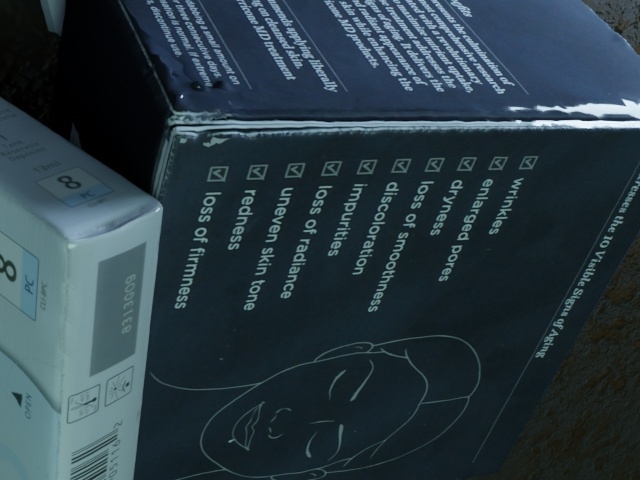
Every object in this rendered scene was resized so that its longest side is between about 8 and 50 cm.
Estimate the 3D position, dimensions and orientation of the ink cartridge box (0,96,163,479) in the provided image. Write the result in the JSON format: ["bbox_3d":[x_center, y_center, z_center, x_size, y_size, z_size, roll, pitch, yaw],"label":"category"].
[{"bbox_3d":[-0.293,0.027,0.847,0.091,0.385,0.308,-29,140,-45],"label":"ink cartridge box"}]

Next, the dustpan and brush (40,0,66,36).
[{"bbox_3d":[-0.139,-0.256,0.936,0.211,0.060,0.147,-20,131,-17],"label":"dustpan and brush"}]

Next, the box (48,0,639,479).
[{"bbox_3d":[0.000,0.000,1.019,0.472,0.297,0.480,-2,132,-27],"label":"box"}]
